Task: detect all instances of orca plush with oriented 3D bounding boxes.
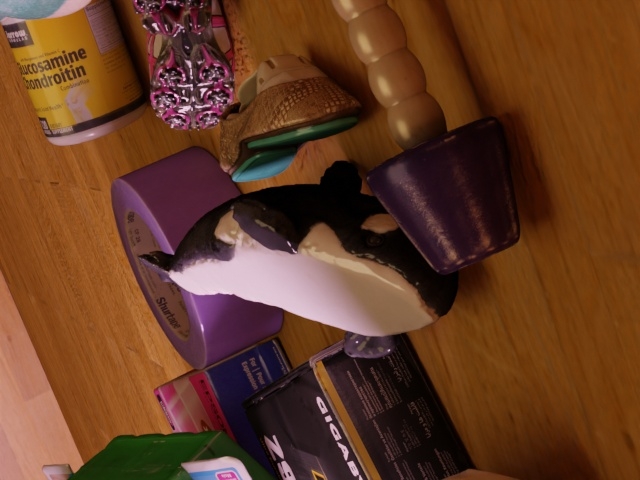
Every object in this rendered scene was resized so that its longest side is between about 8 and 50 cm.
[{"bbox_3d":[0.000,0.000,0.941,0.151,0.102,0.287,41,156,-16],"label":"orca plush"}]

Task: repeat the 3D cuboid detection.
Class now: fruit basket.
[{"bbox_3d":[-0.097,0.351,1.290,0.327,0.165,0.353,-11,108,50],"label":"fruit basket"}]

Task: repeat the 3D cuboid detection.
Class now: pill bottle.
[{"bbox_3d":[-0.238,-0.189,1.301,0.103,0.103,0.184,21,133,64],"label":"pill bottle"}]

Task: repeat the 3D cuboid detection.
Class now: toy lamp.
[{"bbox_3d":[0.029,-0.115,0.733,0.275,0.080,0.080,67,161,0],"label":"toy lamp"}]

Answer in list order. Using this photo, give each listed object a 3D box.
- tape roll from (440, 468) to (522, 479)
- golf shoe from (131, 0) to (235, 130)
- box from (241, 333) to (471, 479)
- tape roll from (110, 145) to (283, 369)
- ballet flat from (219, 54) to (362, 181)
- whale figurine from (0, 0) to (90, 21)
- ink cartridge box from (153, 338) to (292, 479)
[{"bbox_3d":[0.074,0.271,0.826,0.246,0.246,0.169,62,160,10],"label":"tape roll"},{"bbox_3d":[-0.100,-0.162,1.055,0.186,0.067,0.086,88,180,-52],"label":"golf shoe"},{"bbox_3d":[0.062,0.237,1.072,0.322,0.079,0.257,63,163,5],"label":"box"},{"bbox_3d":[-0.114,0.016,1.260,0.189,0.080,0.189,52,156,34],"label":"tape roll"},{"bbox_3d":[-0.031,-0.088,0.939,0.206,0.073,0.067,160,100,-67],"label":"ballet flat"},{"bbox_3d":[-0.284,-0.288,1.161,0.272,0.141,0.216,33,121,40],"label":"whale figurine"},{"bbox_3d":[-0.078,0.207,1.433,0.176,0.069,0.371,64,159,2],"label":"ink cartridge box"}]
